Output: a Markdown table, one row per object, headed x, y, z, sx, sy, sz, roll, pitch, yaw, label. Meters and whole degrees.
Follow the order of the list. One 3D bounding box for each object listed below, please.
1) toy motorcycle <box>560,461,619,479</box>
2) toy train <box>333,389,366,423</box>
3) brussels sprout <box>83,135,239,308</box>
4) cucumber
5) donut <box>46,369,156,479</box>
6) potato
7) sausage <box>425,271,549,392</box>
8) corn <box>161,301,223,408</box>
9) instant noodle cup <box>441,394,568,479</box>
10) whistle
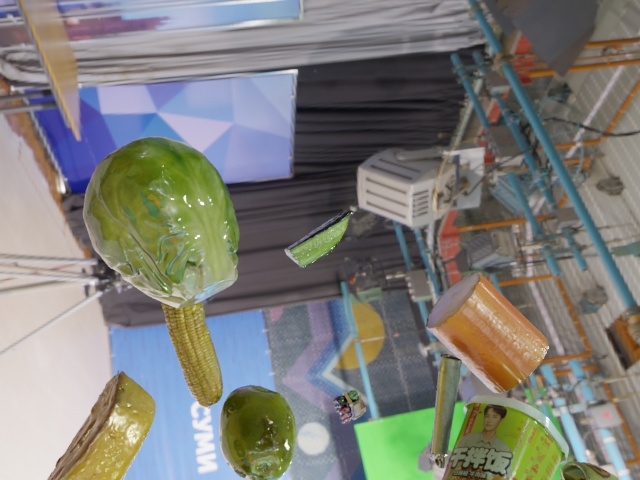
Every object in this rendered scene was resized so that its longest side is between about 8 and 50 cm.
| x | y | z | sx | sy | sz | roll | pitch | yaw | label |
| --- | --- | --- | --- | --- | --- | --- | --- | --- | --- |
| 0.434 | 0.569 | 1.105 | 0.237 | 0.409 | 0.168 | 65 | -10 | -6 | toy motorcycle |
| 0.086 | 0.481 | 1.737 | 0.050 | 0.087 | 0.138 | 54 | -14 | 37 | toy train |
| -0.310 | -0.032 | 1.224 | 0.355 | 0.289 | 0.281 | 60 | 30 | -7 | brussels sprout |
| 0.000 | 0.000 | 1.363 | 0.046 | 0.220 | 0.071 | 14 | -55 | 43 | cucumber |
| -0.408 | 0.387 | 1.111 | 0.278 | 0.108 | 0.278 | -53 | -167 | 18 | donut |
| -0.150 | 0.452 | 1.416 | 0.253 | 0.186 | 0.149 | 51 | -7 | 44 | potato |
| 0.485 | 0.268 | 1.762 | 0.287 | 0.233 | 0.233 | 46 | -9 | -1 | sausage |
| -0.303 | 0.259 | 1.437 | 0.102 | 0.101 | 0.313 | -162 | -125 | -81 | corn |
| 0.466 | 0.617 | 1.577 | 0.308 | 0.293 | 0.294 | -53 | 161 | -30 | instant noodle cup |
| 0.353 | 0.488 | 1.699 | 0.068 | 0.057 | 0.327 | -136 | -129 | -80 | whistle |
